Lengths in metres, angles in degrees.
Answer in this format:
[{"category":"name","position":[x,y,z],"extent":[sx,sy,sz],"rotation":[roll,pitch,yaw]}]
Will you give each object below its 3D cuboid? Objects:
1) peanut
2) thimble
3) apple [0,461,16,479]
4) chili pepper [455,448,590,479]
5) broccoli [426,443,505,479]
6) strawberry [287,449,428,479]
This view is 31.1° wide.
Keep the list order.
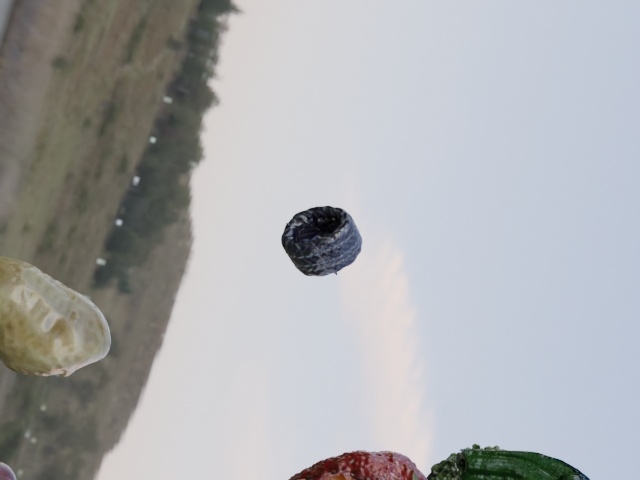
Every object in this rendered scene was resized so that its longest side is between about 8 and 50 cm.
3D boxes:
[{"category":"peanut","position":[-0.407,0.101,1.552],"extent":[0.137,0.253,0.122],"rotation":[-56,-170,-5]},{"category":"thimble","position":[0.002,0.001,1.615],"extent":[0.104,0.066,0.095],"rotation":[9,-129,38]},{"category":"apple","position":[-0.632,0.468,2.058],"extent":[0.147,0.158,0.156],"rotation":[22,63,-63]},{"category":"chili pepper","position":[0.273,0.338,1.584],"extent":[0.224,0.061,0.098],"rotation":[1,-114,45]},{"category":"broccoli","position":[0.307,0.471,1.914],"extent":[0.180,0.273,0.242],"rotation":[-21,-149,51]},{"category":"strawberry","position":[0.046,0.287,1.310],"extent":[0.082,0.187,0.146],"rotation":[-69,159,-48]}]
